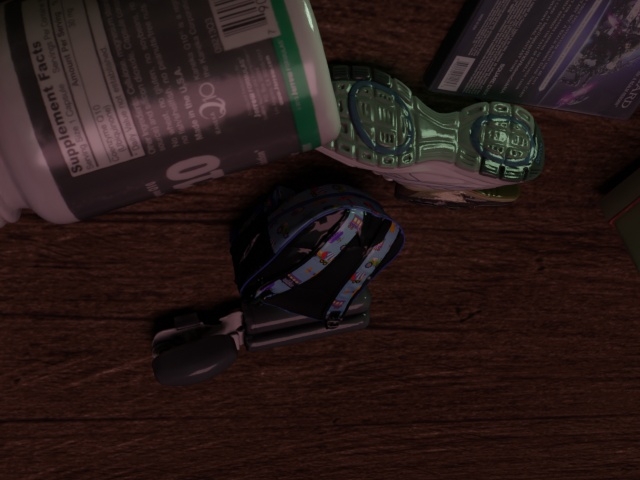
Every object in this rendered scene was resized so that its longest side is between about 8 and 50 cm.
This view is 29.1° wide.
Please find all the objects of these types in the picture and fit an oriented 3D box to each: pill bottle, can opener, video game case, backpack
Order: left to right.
[{"bbox_3d":[-0.180,-0.134,1.092,0.361,0.204,0.204,-17,141,-1],"label":"pill bottle"},{"bbox_3d":[-0.069,0.123,1.525,0.283,0.095,0.076,-11,141,-9],"label":"can opener"},{"bbox_3d":[0.000,0.000,1.390,0.158,0.117,0.173,19,129,-37],"label":"backpack"},{"bbox_3d":[0.269,-0.220,1.313,0.274,0.026,0.196,4,136,-27],"label":"video game case"}]

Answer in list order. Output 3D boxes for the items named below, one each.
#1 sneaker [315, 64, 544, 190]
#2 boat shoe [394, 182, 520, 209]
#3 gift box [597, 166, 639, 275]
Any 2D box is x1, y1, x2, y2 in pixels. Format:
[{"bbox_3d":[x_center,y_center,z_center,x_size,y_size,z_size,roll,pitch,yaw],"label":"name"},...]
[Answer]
[{"bbox_3d":[0.088,-0.100,1.318,0.297,0.111,0.129,14,159,-19],"label":"sneaker"},{"bbox_3d":[0.157,-0.062,1.436,0.152,0.056,0.049,9,140,-16],"label":"boat shoe"},{"bbox_3d":[0.515,0.008,1.490,0.255,0.258,0.276,-37,127,20],"label":"gift box"}]
